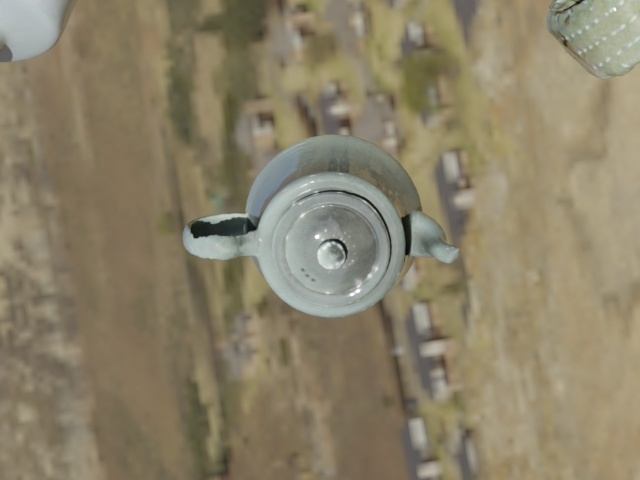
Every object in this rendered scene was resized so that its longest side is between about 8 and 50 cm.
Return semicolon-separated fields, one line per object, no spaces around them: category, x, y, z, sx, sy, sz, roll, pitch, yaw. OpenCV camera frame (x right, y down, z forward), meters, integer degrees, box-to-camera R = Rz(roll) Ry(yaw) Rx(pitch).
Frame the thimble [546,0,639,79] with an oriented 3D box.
thimble;0.204;-0.156;1.294;0.062;0.084;0.110;48;156;-9

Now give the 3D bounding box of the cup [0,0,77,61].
cup;-0.330;-0.239;1.516;0.347;0.347;0.163;128;155;-75

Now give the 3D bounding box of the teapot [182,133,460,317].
teapot;0.000;0.000;1.629;0.149;0.239;0.162;-85;-2;-76
